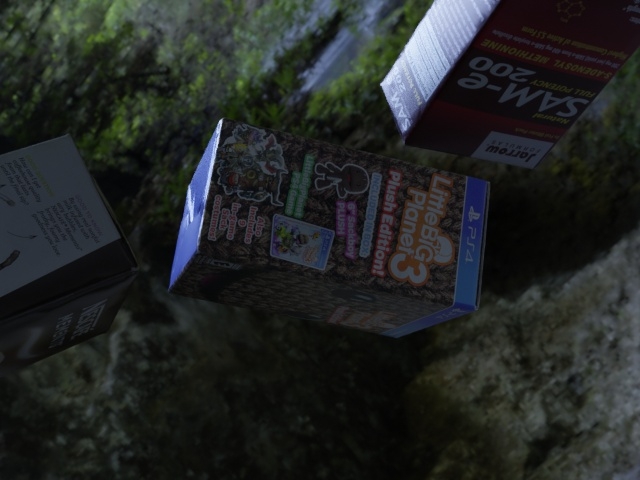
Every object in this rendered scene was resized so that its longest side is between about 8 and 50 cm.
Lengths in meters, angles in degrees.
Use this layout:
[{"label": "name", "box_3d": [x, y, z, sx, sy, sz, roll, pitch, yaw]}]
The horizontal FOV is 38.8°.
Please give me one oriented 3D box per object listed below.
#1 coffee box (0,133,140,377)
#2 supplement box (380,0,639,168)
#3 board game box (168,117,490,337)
[{"label": "coffee box", "box_3d": [-0.297, 0.051, 0.640, 0.297, 0.168, 0.119, -23, -102, -27]}, {"label": "supplement box", "box_3d": [0.159, -0.162, 0.639, 0.130, 0.239, 0.073, 7, -132, -27]}, {"label": "board game box", "box_3d": [0.000, 0.000, 0.997, 0.291, 0.232, 0.141, 12, -106, -13]}]
